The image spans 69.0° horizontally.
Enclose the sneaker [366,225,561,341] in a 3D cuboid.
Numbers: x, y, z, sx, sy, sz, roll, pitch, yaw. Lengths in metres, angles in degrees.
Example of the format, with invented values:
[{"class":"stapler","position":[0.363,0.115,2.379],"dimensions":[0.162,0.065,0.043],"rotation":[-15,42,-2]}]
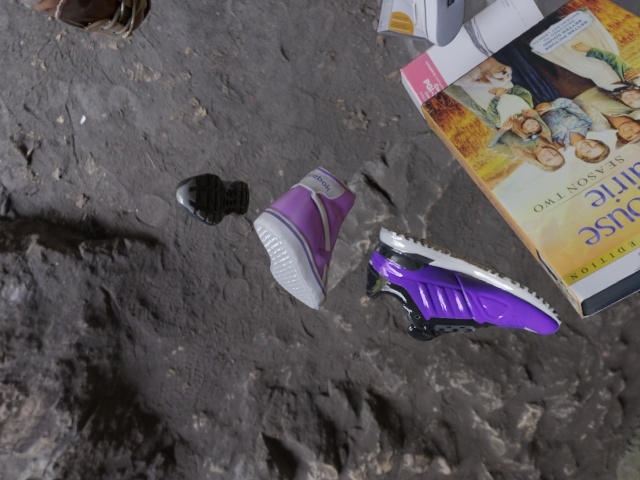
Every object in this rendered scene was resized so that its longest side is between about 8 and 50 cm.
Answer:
[{"class":"sneaker","position":[0.202,0.097,0.714],"dimensions":[0.293,0.102,0.146],"rotation":[24,98,8]}]

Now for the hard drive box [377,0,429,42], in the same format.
[{"class":"hard drive box","position":[0.283,-0.719,1.363],"dimensions":[0.180,0.089,0.233],"rotation":[4,108,-14]}]

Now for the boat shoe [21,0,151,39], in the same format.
[{"class":"boat shoe","position":[-0.298,-0.345,0.642],"dimensions":[0.116,0.324,0.123],"rotation":[32,111,-24]}]

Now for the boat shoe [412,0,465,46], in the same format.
[{"class":"boat shoe","position":[0.185,-0.446,0.747],"dimensions":[0.096,0.088,0.268],"rotation":[-40,150,-7]}]

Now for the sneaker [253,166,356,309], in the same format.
[{"class":"sneaker","position":[0.001,0.000,0.720],"dimensions":[0.161,0.102,0.282],"rotation":[-50,161,-20]}]

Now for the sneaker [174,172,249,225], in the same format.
[{"class":"sneaker","position":[-0.236,-0.084,0.954],"dimensions":[0.106,0.267,0.101],"rotation":[6,93,12]}]

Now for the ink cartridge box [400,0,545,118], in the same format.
[{"class":"ink cartridge box","position":[0.325,-0.398,1.020],"dimensions":[0.282,0.207,0.117],"rotation":[-32,93,16]}]

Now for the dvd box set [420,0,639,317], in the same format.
[{"class":"dvd box set","position":[0.359,-0.146,0.629],"dimensions":[0.307,0.421,0.062],"rotation":[-33,138,14]}]
